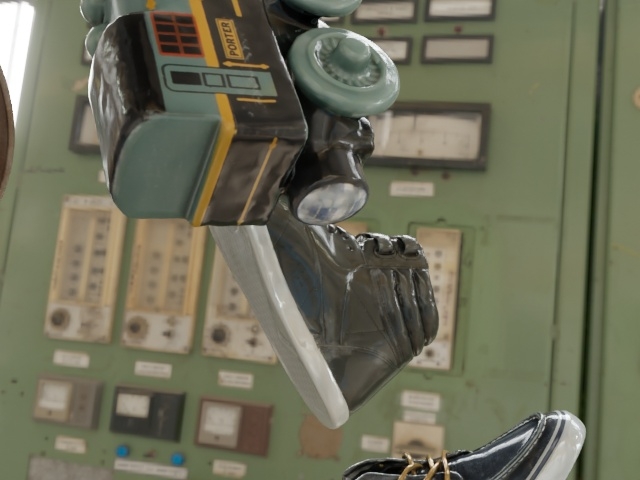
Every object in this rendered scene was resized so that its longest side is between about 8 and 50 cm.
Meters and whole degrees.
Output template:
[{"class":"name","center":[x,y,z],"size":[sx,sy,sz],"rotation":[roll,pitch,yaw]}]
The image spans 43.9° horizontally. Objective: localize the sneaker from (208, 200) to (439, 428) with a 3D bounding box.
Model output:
[{"class":"sneaker","center":[0.000,0.000,0.696],"size":[0.146,0.296,0.104],"rotation":[-28,7,-21]}]

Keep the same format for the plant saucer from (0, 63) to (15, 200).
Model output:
[{"class":"plant saucer","center":[-0.330,-0.063,0.421],"size":[0.310,0.050,0.311],"rotation":[-18,-40,-16]}]

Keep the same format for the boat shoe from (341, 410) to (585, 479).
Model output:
[{"class":"boat shoe","center":[0.067,0.150,0.473],"size":[0.083,0.183,0.065],"rotation":[42,13,3]}]

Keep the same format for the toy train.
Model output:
[{"class":"toy train","center":[-0.073,-0.154,0.564],"size":[0.190,0.334,0.142],"rotation":[-1,-33,-26]}]
